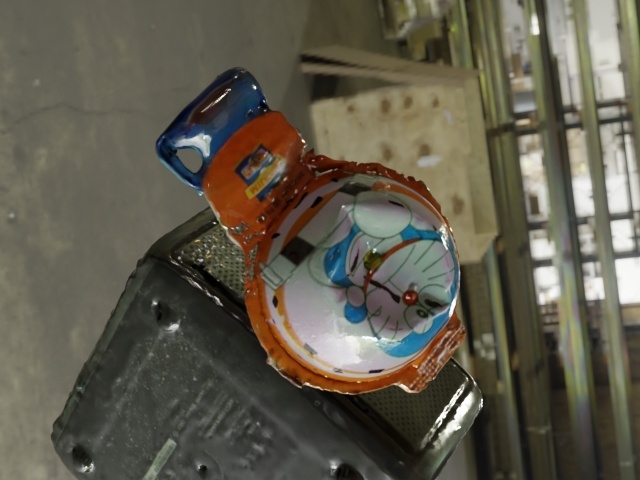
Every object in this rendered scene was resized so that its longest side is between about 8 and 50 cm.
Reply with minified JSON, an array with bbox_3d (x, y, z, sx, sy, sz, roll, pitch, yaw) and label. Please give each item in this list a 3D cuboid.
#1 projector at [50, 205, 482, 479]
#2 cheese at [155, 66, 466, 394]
[{"bbox_3d":[-0.083,0.217,1.231,0.242,0.405,0.395,-38,165,-53],"label":"projector"},{"bbox_3d":[0.000,0.000,0.887,0.329,0.217,0.129,48,-16,-13],"label":"cheese"}]
